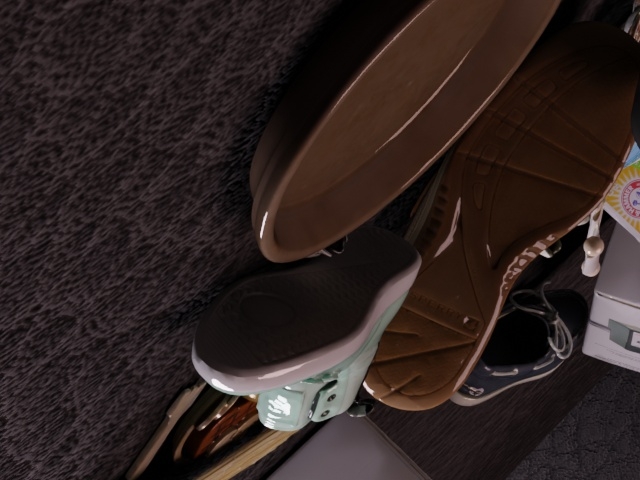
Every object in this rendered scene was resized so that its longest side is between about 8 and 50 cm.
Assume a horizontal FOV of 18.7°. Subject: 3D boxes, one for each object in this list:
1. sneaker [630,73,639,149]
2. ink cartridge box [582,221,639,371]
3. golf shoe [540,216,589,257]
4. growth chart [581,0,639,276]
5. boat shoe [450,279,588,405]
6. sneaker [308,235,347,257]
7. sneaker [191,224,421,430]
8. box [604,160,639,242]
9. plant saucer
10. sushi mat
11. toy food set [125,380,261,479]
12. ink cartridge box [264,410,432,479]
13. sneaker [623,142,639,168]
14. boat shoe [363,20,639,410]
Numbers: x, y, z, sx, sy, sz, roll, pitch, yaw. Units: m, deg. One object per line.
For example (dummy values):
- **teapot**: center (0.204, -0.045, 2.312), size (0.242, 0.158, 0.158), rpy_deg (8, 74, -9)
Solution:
- **sneaker**: center (0.286, -0.214, 1.373), size (0.146, 0.122, 0.330), rpy_deg (19, 100, -43)
- **ink cartridge box**: center (0.382, 0.017, 2.160), size (0.289, 0.121, 0.211), rpy_deg (74, 35, -73)
- **golf shoe**: center (0.212, -0.058, 1.685), size (0.069, 0.086, 0.176), rpy_deg (-32, 159, -38)
- **growth chart**: center (0.241, -0.085, 1.596), size (0.172, 0.021, 0.237), rpy_deg (-3, 104, -81)
- **boat shoe**: center (0.229, 0.106, 2.183), size (0.254, 0.095, 0.079), rpy_deg (-19, 162, -43)
- **sneaker**: center (0.000, 0.000, 1.342), size (0.032, 0.037, 0.083), rpy_deg (-44, 167, -13)
- **sneaker**: center (-0.019, 0.094, 1.387), size (0.256, 0.094, 0.151), rpy_deg (-28, 144, -56)
- **box**: center (0.352, -0.103, 1.896), size (0.203, 0.114, 0.103), rpy_deg (-48, 165, 15)
- **plant saucer**: center (0.052, -0.099, 1.207), size (0.278, 0.041, 0.278), rpy_deg (-43, 165, -15)
- **sushi mat**: center (-0.108, 0.206, 1.589), size (0.316, 0.019, 0.151), rpy_deg (-30, 173, -46)
- **toy food set**: center (-0.063, 0.134, 1.528), size (0.192, 0.038, 0.132), rpy_deg (-27, 157, -52)
- **ink cartridge box**: center (-0.003, 0.316, 2.020), size (0.223, 0.129, 0.307), rpy_deg (-42, 166, -12)
- **sneaker**: center (0.250, -0.078, 1.787), size (0.073, 0.063, 0.162), rpy_deg (-23, 154, -49)
- **boat shoe**: center (0.132, -0.030, 1.533), size (0.342, 0.123, 0.123), rpy_deg (-60, -167, 14)
